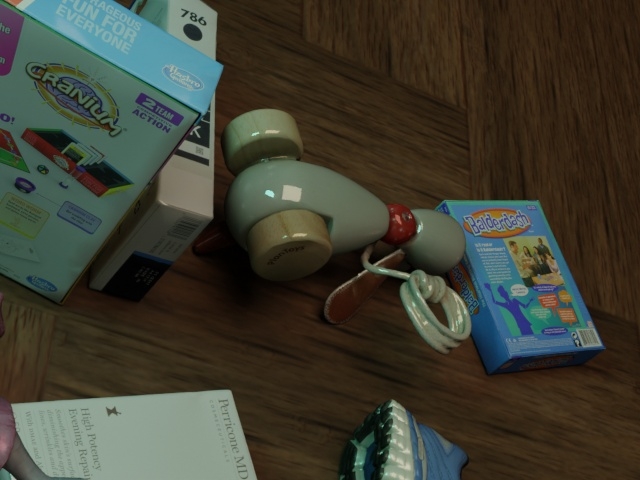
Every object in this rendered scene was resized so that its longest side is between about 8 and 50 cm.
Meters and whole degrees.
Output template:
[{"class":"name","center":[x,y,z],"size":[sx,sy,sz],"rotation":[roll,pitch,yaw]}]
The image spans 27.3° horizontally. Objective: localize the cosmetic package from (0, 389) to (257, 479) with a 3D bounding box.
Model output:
[{"class":"cosmetic package","center":[-0.175,0.201,1.138],"size":[0.231,0.085,0.117],"rotation":[-1,60,-35]}]

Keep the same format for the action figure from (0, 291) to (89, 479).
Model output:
[{"class":"action figure","center":[-0.318,0.100,0.939],"size":[0.248,0.276,0.370],"rotation":[-19,29,-7]}]

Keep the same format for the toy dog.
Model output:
[{"class":"toy dog","center":[0.000,0.000,1.397],"size":[0.333,0.161,0.220],"rotation":[36,40,-30]}]

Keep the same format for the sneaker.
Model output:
[{"class":"sneaker","center":[0.096,0.308,1.222],"size":[0.147,0.130,0.330],"rotation":[24,48,-17]}]

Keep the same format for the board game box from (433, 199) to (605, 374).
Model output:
[{"class":"board game box","center":[0.230,0.051,1.564],"size":[0.160,0.047,0.210],"rotation":[-1,60,-35]}]

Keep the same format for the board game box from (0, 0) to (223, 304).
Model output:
[{"class":"board game box","center":[-0.261,-0.096,1.128],"size":[0.242,0.316,0.064],"rotation":[30,46,-15]}]

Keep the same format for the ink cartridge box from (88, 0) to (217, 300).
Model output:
[{"class":"ink cartridge box","center":[-0.165,-0.121,1.323],"size":[0.065,0.165,0.333],"rotation":[16,52,-26]}]
